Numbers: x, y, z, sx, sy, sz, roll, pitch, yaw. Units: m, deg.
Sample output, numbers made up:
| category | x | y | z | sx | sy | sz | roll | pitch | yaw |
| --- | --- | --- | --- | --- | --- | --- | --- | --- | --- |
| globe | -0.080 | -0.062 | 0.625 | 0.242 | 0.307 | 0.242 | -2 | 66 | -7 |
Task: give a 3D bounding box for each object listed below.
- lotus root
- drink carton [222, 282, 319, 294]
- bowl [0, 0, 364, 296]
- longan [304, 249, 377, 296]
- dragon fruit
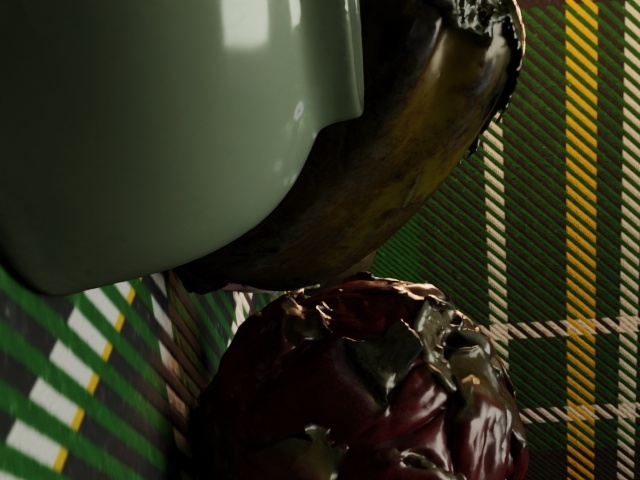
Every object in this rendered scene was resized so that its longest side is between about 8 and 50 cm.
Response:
| category | x | y | z | sx | sy | sz | roll | pitch | yaw |
| --- | --- | --- | --- | --- | --- | --- | --- | --- | --- |
| lotus root | 0.001 | -0.079 | 0.882 | 0.397 | 0.196 | 0.179 | -42 | -146 | 40 |
| drink carton | -0.061 | -0.075 | 1.283 | 0.161 | 0.108 | 0.271 | 35 | 50 | -84 |
| bowl | -0.074 | -0.149 | 0.637 | 0.354 | 0.185 | 0.354 | -4 | 90 | -86 |
| longan | 0.000 | 0.000 | 1.641 | 0.187 | 0.167 | 0.167 | 90 | -3 | -87 |
| dragon fruit | 0.036 | 0.191 | 1.032 | 0.329 | 0.329 | 0.329 | -4 | 90 | -86 |
